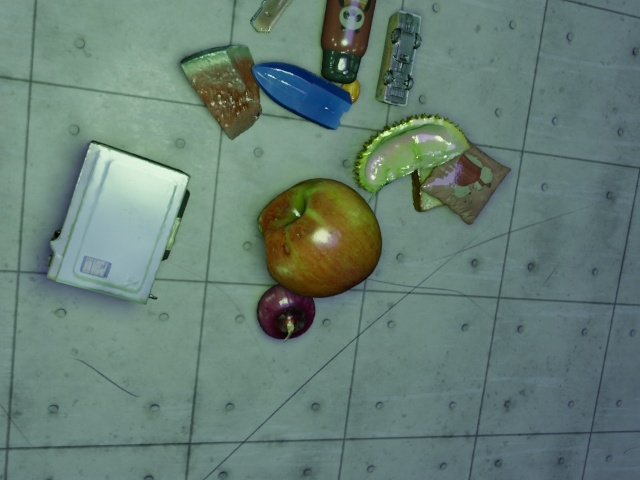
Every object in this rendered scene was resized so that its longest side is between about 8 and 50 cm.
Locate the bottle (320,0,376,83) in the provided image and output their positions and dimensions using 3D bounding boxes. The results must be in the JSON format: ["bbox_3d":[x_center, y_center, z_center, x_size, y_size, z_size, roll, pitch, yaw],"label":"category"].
[{"bbox_3d":[0.079,-0.613,1.812,0.144,0.144,0.336,6,99,-19],"label":"bottle"}]

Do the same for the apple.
[{"bbox_3d":[0.000,0.000,1.793,0.340,0.339,0.339,-3,100,-18],"label":"apple"}]

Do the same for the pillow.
[{"bbox_3d":[0.442,-0.191,1.962,0.236,0.084,0.223,32,88,-21],"label":"pillow"}]

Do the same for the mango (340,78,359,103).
[{"bbox_3d":[0.086,-0.442,1.890,0.060,0.046,0.089,7,94,-19],"label":"mango"}]

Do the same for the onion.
[{"bbox_3d":[-0.100,0.208,1.887,0.177,0.153,0.177,-1,92,-25],"label":"onion"}]

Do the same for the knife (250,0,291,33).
[{"bbox_3d":[-0.075,-0.731,1.793,0.089,0.043,0.365,34,90,13],"label":"knife"}]

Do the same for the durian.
[{"bbox_3d":[0.251,-0.264,1.887,0.352,0.158,0.169,-25,78,10],"label":"durian"}]

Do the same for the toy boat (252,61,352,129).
[{"bbox_3d":[-0.062,-0.422,1.806,0.295,0.088,0.129,21,116,-27],"label":"toy boat"}]

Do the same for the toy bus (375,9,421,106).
[{"bbox_3d":[0.227,-0.530,1.891,0.092,0.106,0.268,8,94,-19],"label":"toy bus"}]

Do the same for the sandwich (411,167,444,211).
[{"bbox_3d":[0.392,-0.189,2.026,0.215,0.065,0.186,-12,102,-16],"label":"sandwich"}]

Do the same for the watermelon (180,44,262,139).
[{"bbox_3d":[-0.249,-0.403,1.762,0.193,0.140,0.256,-21,113,-6],"label":"watermelon"}]

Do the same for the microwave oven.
[{"bbox_3d":[-0.522,-0.051,1.666,0.286,0.218,0.355,18,93,-22],"label":"microwave oven"}]
